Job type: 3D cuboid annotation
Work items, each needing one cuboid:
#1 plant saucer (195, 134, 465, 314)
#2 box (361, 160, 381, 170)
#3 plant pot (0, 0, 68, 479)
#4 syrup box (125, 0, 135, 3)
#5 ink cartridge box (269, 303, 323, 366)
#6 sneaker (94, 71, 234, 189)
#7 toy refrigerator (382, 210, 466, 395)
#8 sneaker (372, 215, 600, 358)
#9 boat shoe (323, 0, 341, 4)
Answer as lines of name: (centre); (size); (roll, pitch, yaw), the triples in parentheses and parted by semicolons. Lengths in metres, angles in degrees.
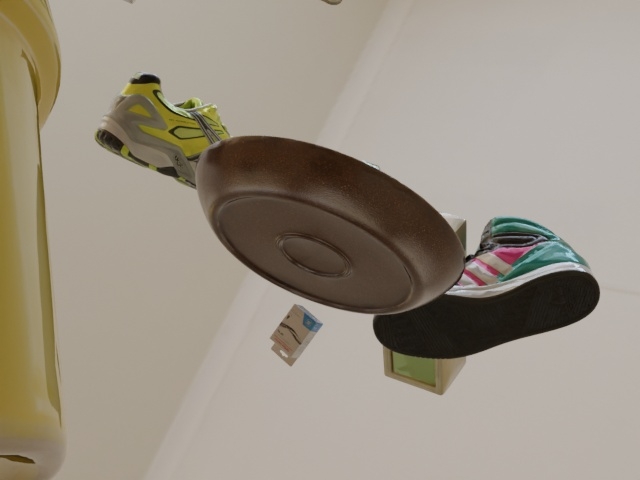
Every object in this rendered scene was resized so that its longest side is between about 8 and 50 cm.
plant saucer: (0.000, 0.000, 1.054); (0.310, 0.310, 0.050); (-7, -128, 46)
box: (0.050, -0.020, 1.668); (0.207, 0.036, 0.114); (-60, -153, 30)
plant pot: (-0.206, -0.005, 0.357); (0.254, 0.254, 0.239); (-32, -111, 27)
syrup box: (-0.373, -0.480, 1.583); (0.093, 0.236, 0.096); (-54, 166, -47)
ink cartridge box: (-0.041, 0.143, 1.477); (0.048, 0.028, 0.083); (39, -83, 25)
sneaker: (-0.190, -0.154, 1.676); (0.145, 0.384, 0.147); (22, -93, 46)
toy refrigerator: (0.148, 0.091, 1.429); (0.102, 0.270, 0.094); (17, -140, 28)
sneaker: (0.215, 0.053, 1.340); (0.295, 0.124, 0.178); (-12, -153, 9)
boat shoe: (-0.037, -0.355, 1.278); (0.153, 0.048, 0.056); (28, -108, 10)
